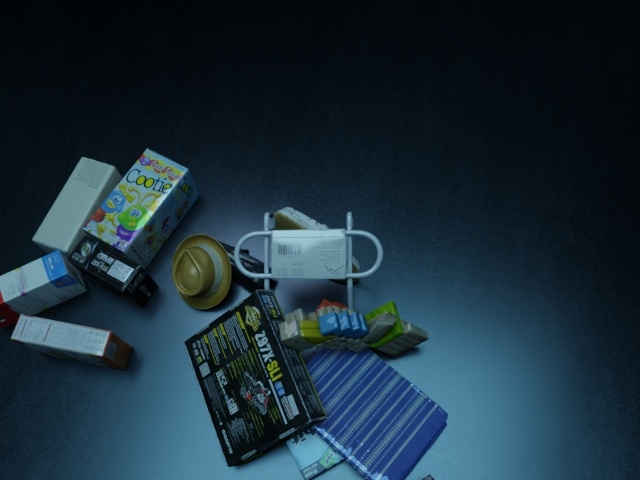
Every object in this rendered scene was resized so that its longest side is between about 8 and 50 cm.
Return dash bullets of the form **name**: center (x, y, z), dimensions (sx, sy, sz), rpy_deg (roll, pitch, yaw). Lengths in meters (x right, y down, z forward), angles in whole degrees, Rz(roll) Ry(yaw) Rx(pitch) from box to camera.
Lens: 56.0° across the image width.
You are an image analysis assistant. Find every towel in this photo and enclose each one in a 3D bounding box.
- **towel**: center (0.102, 0.389, 1.394), dimensions (0.336, 0.040, 0.243), rpy_deg (39, 62, 16)

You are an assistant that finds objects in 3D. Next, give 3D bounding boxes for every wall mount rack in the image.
- **wall mount rack**: center (-0.025, 0.082, 1.458), dimensions (0.350, 0.130, 0.304), rpy_deg (0, 91, 4)

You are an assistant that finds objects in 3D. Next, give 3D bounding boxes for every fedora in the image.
- **fedora**: center (-0.318, 0.080, 1.524), dimensions (0.194, 0.079, 0.194), rpy_deg (0, 91, 21)

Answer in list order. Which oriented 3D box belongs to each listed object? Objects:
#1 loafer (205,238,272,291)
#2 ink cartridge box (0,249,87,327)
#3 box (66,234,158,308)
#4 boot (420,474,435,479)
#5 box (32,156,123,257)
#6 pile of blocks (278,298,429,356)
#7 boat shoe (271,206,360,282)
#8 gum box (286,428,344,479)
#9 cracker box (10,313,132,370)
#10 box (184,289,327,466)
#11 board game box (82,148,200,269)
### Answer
- **loafer**: center (-0.218, 0.053, 1.577), dimensions (0.223, 0.076, 0.078), rpy_deg (30, 51, 20)
- **ink cartridge box**: center (-0.737, 0.127, 1.529), dimensions (0.231, 0.134, 0.078), rpy_deg (-25, 68, -9)
- **box**: center (-0.527, 0.082, 1.533), dimensions (0.180, 0.147, 0.077), rpy_deg (26, 69, 14)
- **boot**: center (0.157, 0.754, 1.211), dimensions (0.445, 0.146, 0.367), rpy_deg (-29, 76, -19)
- **box**: center (-0.654, -0.084, 1.644), dimensions (0.113, 0.094, 0.275), rpy_deg (18, 68, 11)
- **pile of blocks**: center (0.076, 0.179, 1.383), dimensions (0.362, 0.149, 0.112), rpy_deg (7, 50, -27)
- **boat shoe**: center (0.000, 0.000, 1.576), dimensions (0.277, 0.098, 0.096), rpy_deg (38, 37, 4)
- **gum box**: center (-0.008, 0.438, 1.403), dimensions (0.157, 0.041, 0.184), rpy_deg (-27, 66, -10)
- **cracker box**: center (-0.596, 0.249, 1.455), dimensions (0.232, 0.155, 0.067), rpy_deg (9, 67, 8)
- **box**: center (-0.158, 0.314, 1.379), dimensions (0.257, 0.079, 0.322), rpy_deg (-36, 66, 22)
- **board game box**: center (-0.471, -0.080, 1.607), dimensions (0.142, 0.144, 0.275), rpy_deg (27, 69, 15)
